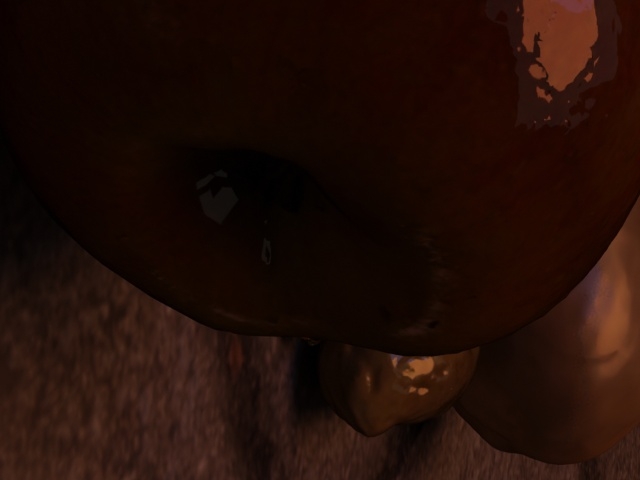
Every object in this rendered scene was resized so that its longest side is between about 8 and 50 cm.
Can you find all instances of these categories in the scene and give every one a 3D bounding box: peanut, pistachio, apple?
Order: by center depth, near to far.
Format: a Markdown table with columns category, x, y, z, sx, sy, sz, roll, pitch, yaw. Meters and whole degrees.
| category | x | y | z | sx | sy | sz | roll | pitch | yaw |
| --- | --- | --- | --- | --- | --- | --- | --- | --- | --- |
| apple | 0.009 | -0.092 | 0.739 | 0.301 | 0.301 | 0.301 | 1 | 90 | -69 |
| peanut | 0.059 | 0.032 | 1.158 | 0.103 | 0.098 | 0.229 | 31 | 50 | -17 |
| pistachio | 0.168 | 0.011 | 1.307 | 0.187 | 0.187 | 0.299 | 54 | 44 | -56 |

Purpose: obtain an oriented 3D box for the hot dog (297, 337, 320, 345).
| category | x | y | z | sx | sy | sz | roll | pitch | yaw |
| --- | --- | --- | --- | --- | --- | --- | --- | --- | --- |
| hot dog | 0.000 | 0.000 | 1.079 | 0.037 | 0.049 | 0.122 | -172 | -93 | -75 |
